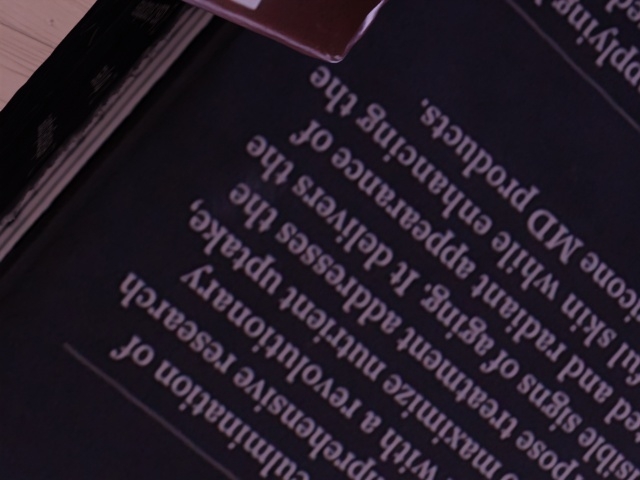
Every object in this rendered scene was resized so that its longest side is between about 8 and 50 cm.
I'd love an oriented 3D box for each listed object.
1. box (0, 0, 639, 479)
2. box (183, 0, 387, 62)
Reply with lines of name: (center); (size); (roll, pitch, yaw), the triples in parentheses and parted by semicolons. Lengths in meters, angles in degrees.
box: (0.000, 0.000, 0.665); (0.297, 0.472, 0.480); (42, -179, -15)
box: (-0.051, -0.178, 0.339); (0.168, 0.167, 0.203); (19, -156, -31)
